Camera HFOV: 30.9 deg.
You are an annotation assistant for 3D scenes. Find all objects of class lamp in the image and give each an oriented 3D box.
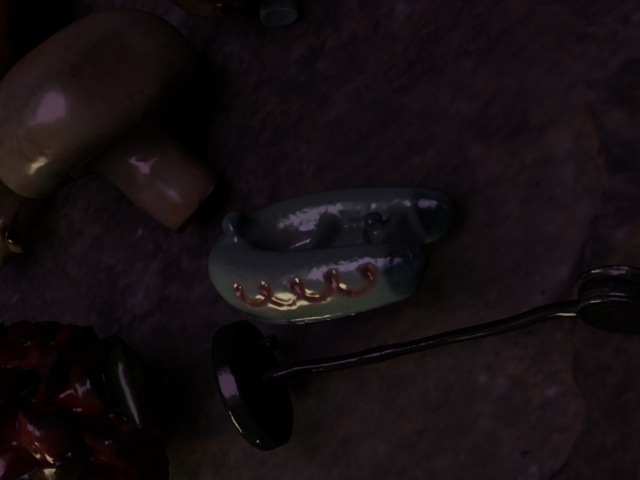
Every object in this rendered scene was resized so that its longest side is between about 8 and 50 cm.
[{"bbox_3d":[0.081,0.103,0.873,0.371,0.130,0.108,-5,58,27],"label":"lamp"}]

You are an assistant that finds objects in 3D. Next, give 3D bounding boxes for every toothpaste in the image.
[{"bbox_3d":[-0.051,-0.292,1.050,0.056,0.036,0.205,-22,69,36],"label":"toothpaste"}]

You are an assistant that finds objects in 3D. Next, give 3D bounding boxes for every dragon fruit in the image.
[{"bbox_3d":[-0.264,0.194,1.013,0.293,0.234,0.234,-44,60,3],"label":"dragon fruit"}]

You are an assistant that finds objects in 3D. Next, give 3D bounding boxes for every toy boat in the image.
[{"bbox_3d":[0.000,0.000,0.912,0.208,0.134,0.078,-8,122,32],"label":"toy boat"}]

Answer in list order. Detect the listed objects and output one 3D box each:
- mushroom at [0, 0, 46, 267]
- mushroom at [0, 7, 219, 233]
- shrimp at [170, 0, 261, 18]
[{"bbox_3d":[-0.392,-0.139,1.189,0.345,0.260,0.345,-35,39,35],"label":"mushroom"},{"bbox_3d":[-0.189,-0.110,1.054,0.206,0.209,0.206,-36,37,33],"label":"mushroom"},{"bbox_3d":[-0.092,-0.287,1.038,0.253,0.058,0.173,26,100,53],"label":"shrimp"}]
